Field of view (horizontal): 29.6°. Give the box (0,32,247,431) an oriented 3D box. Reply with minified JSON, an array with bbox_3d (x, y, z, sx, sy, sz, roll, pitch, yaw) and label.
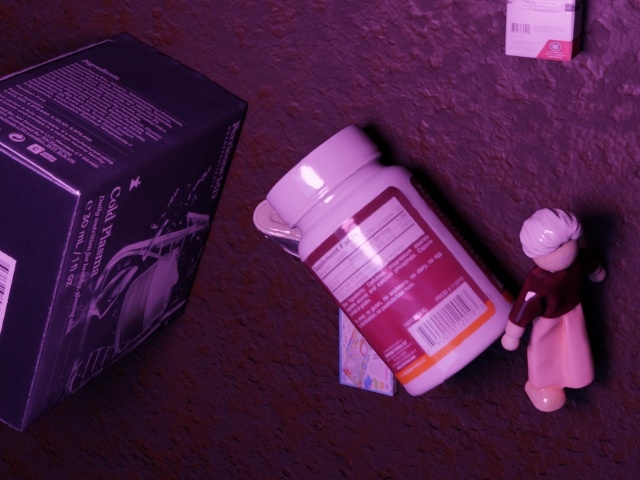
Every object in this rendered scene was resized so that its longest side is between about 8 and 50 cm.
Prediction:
[{"bbox_3d":[-0.412,-0.029,2.007,0.297,0.472,0.480,29,123,14],"label":"box"}]

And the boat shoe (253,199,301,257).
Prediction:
[{"bbox_3d":[0.000,0.000,2.046,0.233,0.084,0.079,22,159,12],"label":"boat shoe"}]

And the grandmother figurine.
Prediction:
[{"bbox_3d":[0.354,0.089,1.796,0.104,0.208,0.342,23,142,36],"label":"grandmother figurine"}]

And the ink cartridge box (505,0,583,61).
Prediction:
[{"bbox_3d":[0.318,-0.330,1.713,0.099,0.056,0.135,11,117,25],"label":"ink cartridge box"}]

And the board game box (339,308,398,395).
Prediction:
[{"bbox_3d":[0.084,0.187,2.099,0.103,0.026,0.154,12,117,25],"label":"board game box"}]

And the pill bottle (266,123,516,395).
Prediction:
[{"bbox_3d":[0.107,0.027,1.888,0.392,0.224,0.224,51,126,4],"label":"pill bottle"}]
